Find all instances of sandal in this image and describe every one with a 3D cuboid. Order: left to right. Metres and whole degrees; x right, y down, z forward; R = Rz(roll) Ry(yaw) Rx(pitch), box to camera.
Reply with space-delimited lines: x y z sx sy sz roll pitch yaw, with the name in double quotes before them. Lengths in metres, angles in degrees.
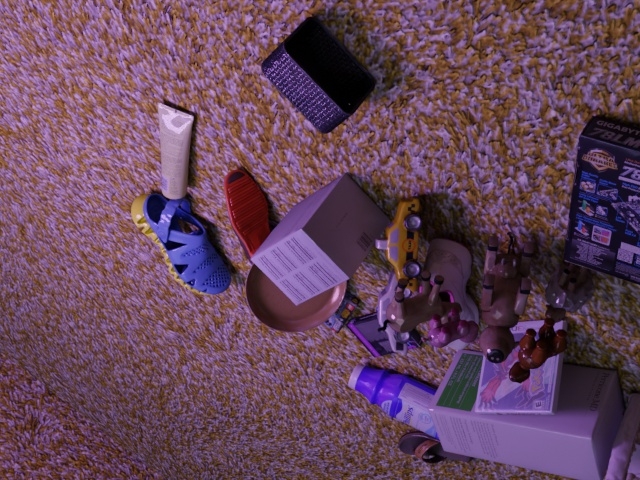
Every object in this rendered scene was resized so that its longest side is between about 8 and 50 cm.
"sandal" -0.325 0.006 2.276 0.138 0.126 0.317 -21 116 43
"sandal" 0.293 0.551 2.410 0.219 0.060 0.090 4 132 34

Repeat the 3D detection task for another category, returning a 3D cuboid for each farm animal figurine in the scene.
"farm animal figurine" 0.314 0.134 1.754 0.330 0.327 0.172 22 140 20

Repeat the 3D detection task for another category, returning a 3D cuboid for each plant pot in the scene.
"plant pot" -0.058 0.100 2.131 0.236 0.236 0.032 58 180 -25

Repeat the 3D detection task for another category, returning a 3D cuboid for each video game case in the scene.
"video game case" 0.413 0.261 1.916 0.183 0.201 0.023 -10 148 43

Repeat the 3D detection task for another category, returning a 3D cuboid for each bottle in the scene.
"bottle" 0.207 0.390 2.284 0.283 0.092 0.118 24 141 15

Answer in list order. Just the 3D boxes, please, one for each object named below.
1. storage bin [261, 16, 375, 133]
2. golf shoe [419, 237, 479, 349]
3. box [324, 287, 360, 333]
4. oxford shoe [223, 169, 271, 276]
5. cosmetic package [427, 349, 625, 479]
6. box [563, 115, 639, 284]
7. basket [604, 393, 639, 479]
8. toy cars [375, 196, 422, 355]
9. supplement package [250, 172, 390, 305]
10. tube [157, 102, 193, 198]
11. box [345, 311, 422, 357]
"storage bin" -0.004 -0.303 1.707 0.180 0.122 0.084 45 141 -11
"golf shoe" 0.258 0.139 1.952 0.115 0.140 0.306 9 136 28
"box" 0.031 0.160 2.234 0.094 0.027 0.137 35 142 4
"oxford shoe" -0.170 -0.039 2.132 0.098 0.097 0.271 21 134 58
"cosmetic package" 0.446 0.373 2.003 0.365 0.197 0.155 2 130 34
"box" 0.571 -0.042 1.567 0.295 0.073 0.293 20 139 26
"basket" 0.715 0.555 1.883 0.266 0.328 0.331 13 136 24
"toy cars" 0.152 0.077 1.927 0.087 0.176 0.394 1 136 -1
"supplement package" 0.000 0.000 1.957 0.149 0.194 0.203 46 142 -11
"tube" -0.331 -0.202 2.119 0.070 0.062 0.240 -7 135 -16
"box" 0.152 0.219 2.202 0.162 0.029 0.116 -20 116 48
